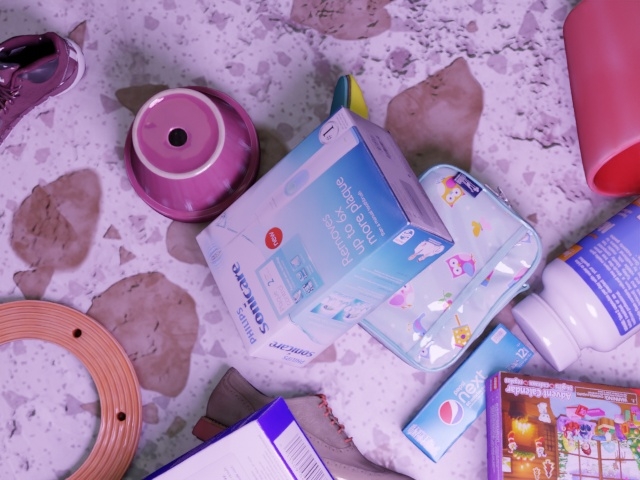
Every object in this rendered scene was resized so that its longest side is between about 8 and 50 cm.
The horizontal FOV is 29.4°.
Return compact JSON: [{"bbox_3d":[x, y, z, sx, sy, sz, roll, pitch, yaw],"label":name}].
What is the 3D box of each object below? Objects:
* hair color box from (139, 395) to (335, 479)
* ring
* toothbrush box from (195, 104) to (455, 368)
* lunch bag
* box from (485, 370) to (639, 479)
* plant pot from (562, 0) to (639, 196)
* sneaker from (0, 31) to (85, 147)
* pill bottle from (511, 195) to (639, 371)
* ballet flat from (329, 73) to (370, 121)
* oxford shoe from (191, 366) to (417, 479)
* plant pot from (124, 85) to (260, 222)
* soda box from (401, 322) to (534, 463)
[{"bbox_3d":[-0.147,0.376,1.650,0.339,0.110,0.185,-32,90,20],"label":"hair color box"},{"bbox_3d":[-0.426,0.254,1.783,0.337,0.032,0.336,0,83,3],"label":"ring"},{"bbox_3d":[0.000,0.000,1.665,0.295,0.126,0.216,-40,56,22],"label":"toothbrush box"},{"bbox_3d":[0.174,0.040,1.747,0.224,0.108,0.279,41,87,7],"label":"lunch bag"},{"bbox_3d":[0.371,0.297,1.669,0.293,0.057,0.201,8,66,-14],"label":"box"},{"bbox_3d":[0.466,-0.223,1.706,0.275,0.275,0.243,-15,71,0],"label":"plant pot"},{"bbox_3d":[-0.480,-0.218,1.776,0.281,0.162,0.106,-41,83,-3],"label":"sneaker"},{"bbox_3d":[0.409,0.060,1.715,0.272,0.152,0.152,-35,83,-3],"label":"pill bottle"},{"bbox_3d":[0.044,-0.126,1.799,0.077,0.077,0.231,11,86,-18],"label":"ballet flat"},{"bbox_3d":[-0.001,0.284,1.720,0.348,0.123,0.130,22,80,4],"label":"oxford shoe"},{"bbox_3d":[-0.190,-0.135,1.747,0.201,0.180,0.201,0,83,1],"label":"plant pot"},{"bbox_3d":[0.208,0.218,1.743,0.067,0.071,0.210,43,86,6],"label":"soda box"}]
